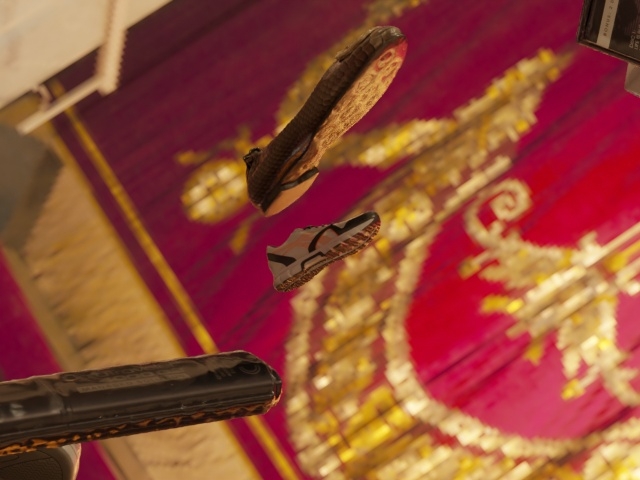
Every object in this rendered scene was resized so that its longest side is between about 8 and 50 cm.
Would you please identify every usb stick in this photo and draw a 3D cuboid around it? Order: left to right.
[{"bbox_3d":[-0.162,0.126,1.253,0.077,0.278,0.045,31,-60,51],"label":"usb stick"}]

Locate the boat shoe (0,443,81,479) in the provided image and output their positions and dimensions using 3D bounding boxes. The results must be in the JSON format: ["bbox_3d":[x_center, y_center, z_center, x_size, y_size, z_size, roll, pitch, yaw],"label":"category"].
[{"bbox_3d":[-0.311,0.213,1.498,0.118,0.103,0.320,31,-36,-15],"label":"boat shoe"}]

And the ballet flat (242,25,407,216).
[{"bbox_3d":[-0.005,-0.107,1.355,0.058,0.084,0.250,53,-39,12],"label":"ballet flat"}]

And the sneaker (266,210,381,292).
[{"bbox_3d":[0.000,0.000,1.354,0.044,0.109,0.040,65,11,23],"label":"sneaker"}]

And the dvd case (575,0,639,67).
[{"bbox_3d":[0.308,-0.204,1.265,0.221,0.165,0.018,15,-5,-29],"label":"dvd case"}]

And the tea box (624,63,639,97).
[{"bbox_3d":[0.578,-0.264,1.798,0.323,0.220,0.329,27,-38,-9],"label":"tea box"}]
